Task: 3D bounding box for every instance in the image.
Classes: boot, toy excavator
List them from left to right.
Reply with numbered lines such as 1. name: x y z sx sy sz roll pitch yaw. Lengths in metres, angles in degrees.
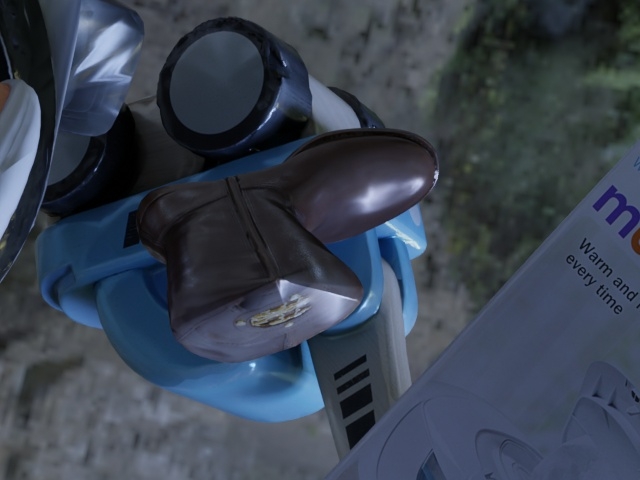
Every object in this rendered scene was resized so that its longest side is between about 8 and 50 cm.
1. boot: 0.000 0.000 0.543 0.106 0.037 0.114 -16 -163 -9
2. toy excavator: 0.002 0.067 1.341 0.433 0.445 0.222 -17 161 19

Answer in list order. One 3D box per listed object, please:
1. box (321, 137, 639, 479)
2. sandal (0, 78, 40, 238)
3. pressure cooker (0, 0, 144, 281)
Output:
1. box: 0.153 0.069 0.737 0.127 0.231 0.262 47 -160 20
2. sandal: -0.165 0.047 0.399 0.076 0.265 0.102 44 164 -16
3. pressure cooker: -0.313 -0.138 1.038 0.375 0.420 0.370 -25 115 7
